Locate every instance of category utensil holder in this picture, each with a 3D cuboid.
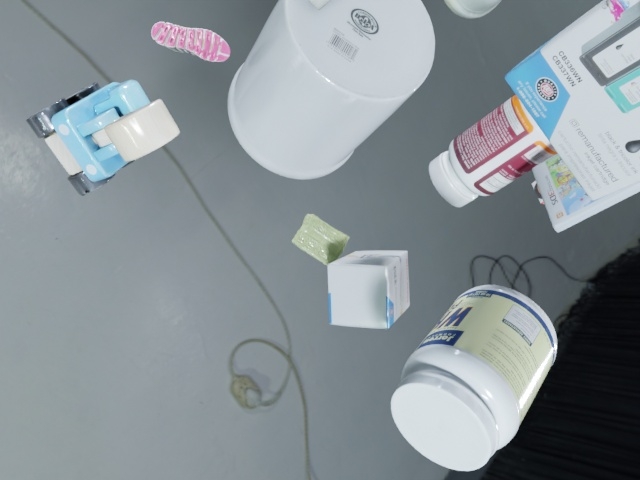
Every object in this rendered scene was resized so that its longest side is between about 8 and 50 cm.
[{"bbox_3d":[0.010,-0.345,1.225,0.327,0.385,0.327,6,73,-21],"label":"utensil holder"}]

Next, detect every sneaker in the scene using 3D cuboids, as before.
[{"bbox_3d":[-0.283,-0.438,1.294,0.170,0.075,0.063,10,105,-16],"label":"sneaker"}]

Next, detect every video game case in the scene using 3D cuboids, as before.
[{"bbox_3d":[0.505,-0.129,1.073,0.023,0.212,0.193,43,31,-27],"label":"video game case"}]

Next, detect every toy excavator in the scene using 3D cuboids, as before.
[{"bbox_3d":[-0.465,-0.271,1.372,0.222,0.445,0.433,61,26,-23],"label":"toy excavator"}]

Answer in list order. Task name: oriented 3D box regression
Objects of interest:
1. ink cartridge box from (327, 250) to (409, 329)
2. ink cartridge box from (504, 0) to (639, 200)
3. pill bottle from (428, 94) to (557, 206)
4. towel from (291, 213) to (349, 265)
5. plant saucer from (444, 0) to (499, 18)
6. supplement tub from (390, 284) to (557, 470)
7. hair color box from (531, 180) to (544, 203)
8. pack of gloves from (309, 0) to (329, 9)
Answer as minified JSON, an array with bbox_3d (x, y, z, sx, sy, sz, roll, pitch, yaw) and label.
[{"bbox_3d":[0.139,0.128,1.632,0.233,0.168,0.171,-20,109,-66],"label":"ink cartridge box"},{"bbox_3d":[0.406,-0.214,0.670,0.197,0.270,0.198,-38,92,-34],"label":"ink cartridge box"},{"bbox_3d":[0.556,-0.282,1.879,0.224,0.392,0.224,29,44,-31],"label":"pill bottle"},{"bbox_3d":[0.000,0.000,1.699,0.148,0.027,0.110,31,84,-11],"label":"towel"},{"bbox_3d":[0.351,-0.630,1.113,0.400,0.100,0.400,-28,129,-42],"label":"plant saucer"},{"bbox_3d":[0.305,0.262,1.162,0.325,0.235,0.235,-38,106,-42],"label":"supplement tub"},{"bbox_3d":[0.654,-0.164,1.601,0.043,0.141,0.072,10,52,-33],"label":"hair color box"},{"bbox_3d":[0.069,-0.313,0.574,0.046,0.232,0.195,58,17,5],"label":"pack of gloves"}]
